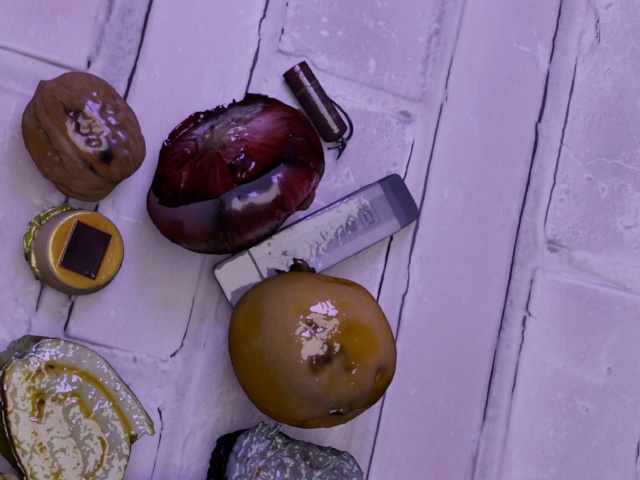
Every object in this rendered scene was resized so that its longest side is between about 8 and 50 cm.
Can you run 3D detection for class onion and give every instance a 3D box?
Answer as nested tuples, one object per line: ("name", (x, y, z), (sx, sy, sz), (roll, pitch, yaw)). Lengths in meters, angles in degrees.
("onion", (-0.108, -0.072, 1.562), (0.272, 0.272, 0.195), (-45, 133, -17))

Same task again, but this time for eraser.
("eraser", (0.000, 0.000, 1.661), (0.352, 0.061, 0.089), (-28, 91, -18))

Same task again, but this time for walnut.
("walnut", (-0.336, -0.150, 1.535), (0.155, 0.155, 0.184), (-38, 100, -18))

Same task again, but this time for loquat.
("loquat", (-0.015, 0.143, 1.527), (0.244, 0.244, 0.243), (2, 82, -17))

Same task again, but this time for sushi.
("sushi", (-0.045, 0.348, 1.550), (0.225, 0.126, 0.136), (27, 68, -21))

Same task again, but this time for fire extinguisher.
("fire extinguisher", (0.006, -0.205, 1.700), (0.078, 0.045, 0.157), (-35, 93, -40))

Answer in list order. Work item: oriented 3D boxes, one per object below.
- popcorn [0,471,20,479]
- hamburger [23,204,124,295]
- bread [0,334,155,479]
("popcorn", (-0.465, 0.397, 1.375), (0.270, 0.258, 0.224), (44, 45, -11))
("hamburger", (-0.348, 0.014, 1.543), (0.141, 0.081, 0.126), (7, 83, -28))
("bread", (-0.352, 0.239, 1.494), (0.186, 0.124, 0.257), (-33, 92, -25))
